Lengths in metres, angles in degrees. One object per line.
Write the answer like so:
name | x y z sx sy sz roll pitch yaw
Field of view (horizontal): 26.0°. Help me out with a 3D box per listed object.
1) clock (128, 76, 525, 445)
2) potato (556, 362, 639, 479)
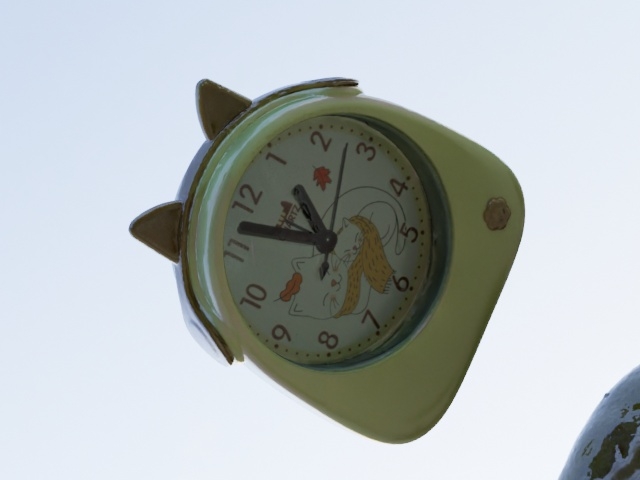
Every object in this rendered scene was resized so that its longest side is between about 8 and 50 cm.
clock | 0.000 0.000 1.232 0.348 0.117 0.286 29 -99 -26
potato | 0.343 0.255 1.362 0.351 0.218 0.202 -45 16 11
